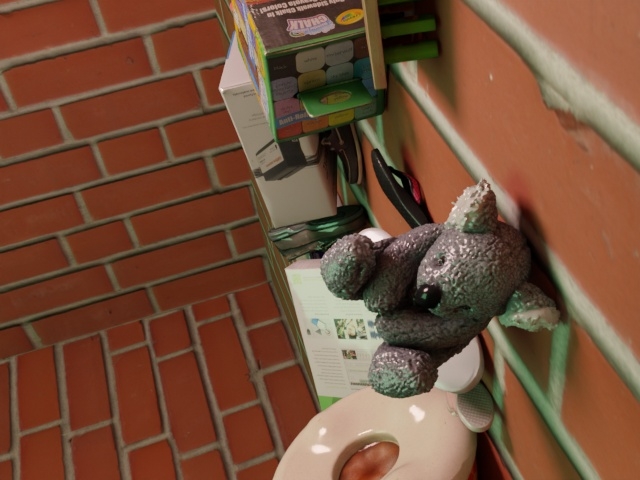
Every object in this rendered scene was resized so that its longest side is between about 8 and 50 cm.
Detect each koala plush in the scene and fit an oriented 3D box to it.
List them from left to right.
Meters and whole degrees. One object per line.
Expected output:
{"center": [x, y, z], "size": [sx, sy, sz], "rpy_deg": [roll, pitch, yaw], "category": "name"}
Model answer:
{"center": [0.149, 0.039, 0.933], "size": [0.196, 0.203, 0.221], "rpy_deg": [64, 149, 8], "category": "koala plush"}

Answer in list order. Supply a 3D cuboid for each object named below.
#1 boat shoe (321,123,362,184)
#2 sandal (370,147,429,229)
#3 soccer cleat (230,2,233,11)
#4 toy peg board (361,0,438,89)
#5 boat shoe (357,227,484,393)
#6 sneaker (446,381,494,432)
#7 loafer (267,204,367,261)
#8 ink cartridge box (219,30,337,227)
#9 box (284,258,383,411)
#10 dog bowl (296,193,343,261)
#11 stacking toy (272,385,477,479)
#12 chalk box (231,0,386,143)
{"center": [0.027, -0.194, 1.536], "size": [0.075, 0.065, 0.206], "rpy_deg": [-128, 23, -69], "category": "boat shoe"}
{"center": [0.129, -0.061, 1.241], "size": [0.179, 0.040, 0.067], "rpy_deg": [57, 172, 16], "category": "sandal"}
{"center": [-0.121, -0.535, 1.449], "size": [0.109, 0.116, 0.318], "rpy_deg": [-116, 13, -51], "category": "soccer cleat"}
{"center": [0.087, -0.288, 1.003], "size": [0.161, 0.079, 0.161], "rpy_deg": [-92, -7, -54], "category": "toy peg board"}
{"center": [0.146, 0.104, 1.235], "size": [0.102, 0.108, 0.301], "rpy_deg": [34, -168, -49], "category": "boat shoe"}
{"center": [0.209, 0.232, 1.201], "size": [0.134, 0.051, 0.070], "rpy_deg": [-112, 8, -56], "category": "sneaker"}
{"center": [0.003, -0.011, 1.728], "size": [0.267, 0.096, 0.084], "rpy_deg": [-9, 111, 49], "category": "loafer"}
{"center": [-0.065, -0.215, 1.571], "size": [0.223, 0.129, 0.307], "rpy_deg": [-88, -17, -51], "category": "ink cartridge box"}
{"center": [0.076, 0.186, 1.496], "size": [0.232, 0.058, 0.322], "rpy_deg": [-3, 106, 38], "category": "box"}
{"center": [0.000, 0.000, 1.943], "size": [0.265, 0.104, 0.265], "rpy_deg": [164, 90, -82], "category": "dog bowl"}
{"center": [0.169, 0.494, 1.381], "size": [0.480, 0.350, 0.350], "rpy_deg": [58, 179, -24], "category": "stacking toy"}
{"center": [-0.011, -0.274, 1.250], "size": [0.179, 0.180, 0.289], "rpy_deg": [86, 166, -55], "category": "chalk box"}
